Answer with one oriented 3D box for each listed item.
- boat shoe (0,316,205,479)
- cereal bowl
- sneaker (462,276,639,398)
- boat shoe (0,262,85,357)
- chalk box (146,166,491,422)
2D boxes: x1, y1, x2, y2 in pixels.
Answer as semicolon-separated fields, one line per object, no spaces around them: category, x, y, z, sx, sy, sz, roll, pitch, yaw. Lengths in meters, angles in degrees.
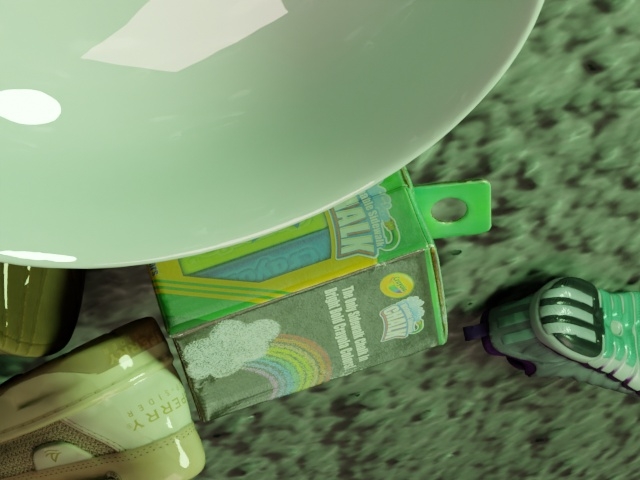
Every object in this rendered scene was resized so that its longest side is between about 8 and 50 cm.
boat shoe;-0.198;0.150;1.253;0.122;0.110;0.341;-28;-179;-39
cereal bowl;-0.069;-0.134;0.905;0.339;0.141;0.339;-14;151;-8
sneaker;0.209;0.081;1.531;0.098;0.083;0.224;-14;154;36
boat shoe;-0.247;-0.011;1.062;0.123;0.123;0.342;3;171;23
chalk box;0.000;0.000;1.189;0.213;0.132;0.132;-19;150;-4
